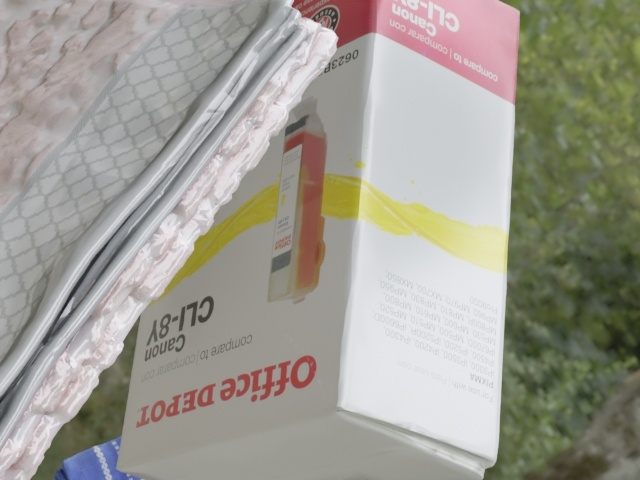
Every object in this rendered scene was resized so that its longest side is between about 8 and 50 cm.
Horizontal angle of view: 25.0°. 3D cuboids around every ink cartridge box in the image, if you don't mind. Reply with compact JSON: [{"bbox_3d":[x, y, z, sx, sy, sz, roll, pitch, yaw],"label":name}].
[{"bbox_3d":[0.000,0.000,1.137,0.160,0.279,0.384,23,60,-34],"label":"ink cartridge box"}]

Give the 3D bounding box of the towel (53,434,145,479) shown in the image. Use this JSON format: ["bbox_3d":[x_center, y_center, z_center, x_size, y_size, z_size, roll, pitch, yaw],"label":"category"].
[{"bbox_3d":[-0.078,0.251,1.465,0.243,0.336,0.040,57,-14,32],"label":"towel"}]

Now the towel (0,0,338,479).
[{"bbox_3d":[-0.191,-0.021,0.807,0.317,0.332,0.053,10,-33,42],"label":"towel"}]
